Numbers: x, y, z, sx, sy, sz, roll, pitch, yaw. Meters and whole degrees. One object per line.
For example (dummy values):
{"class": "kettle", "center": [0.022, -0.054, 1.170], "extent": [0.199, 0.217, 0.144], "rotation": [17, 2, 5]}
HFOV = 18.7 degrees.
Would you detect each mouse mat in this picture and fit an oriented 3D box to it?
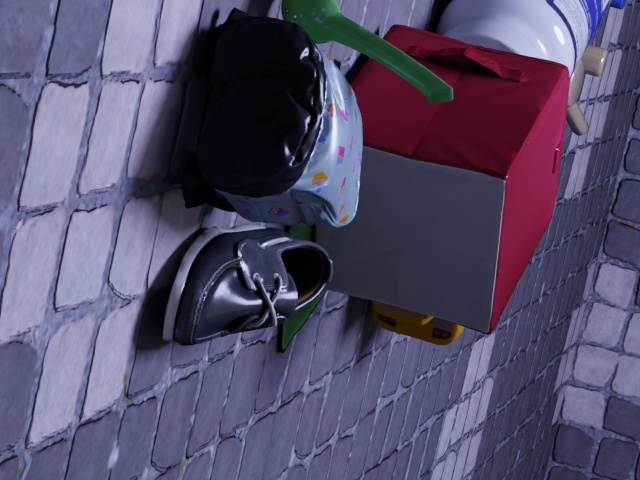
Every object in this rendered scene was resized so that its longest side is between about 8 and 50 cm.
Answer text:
{"class": "mouse mat", "center": [0.000, 0.000, 1.828], "extent": [0.189, 0.007, 0.152], "rotation": [-53, 153, -51]}

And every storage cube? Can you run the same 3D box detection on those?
{"class": "storage cube", "center": [0.112, -0.056, 1.808], "extent": [0.193, 0.184, 0.215], "rotation": [-56, 156, -47]}

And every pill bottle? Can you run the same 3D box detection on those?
{"class": "pill bottle", "center": [0.210, -0.228, 2.077], "extent": [0.264, 0.153, 0.153], "rotation": [-56, 156, -49]}

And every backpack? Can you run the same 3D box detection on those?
{"class": "backpack", "center": [-0.030, -0.072, 1.452], "extent": [0.182, 0.115, 0.152], "rotation": [61, 43, -72]}

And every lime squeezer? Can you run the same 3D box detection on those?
{"class": "lime squeezer", "center": [0.017, -0.216, 1.527], "extent": [0.059, 0.110, 0.310], "rotation": [61, 13, -46]}

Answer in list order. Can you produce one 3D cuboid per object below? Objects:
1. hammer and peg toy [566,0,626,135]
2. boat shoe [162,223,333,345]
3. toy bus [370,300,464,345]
{"class": "hammer and peg toy", "center": [0.297, -0.302, 2.364], "extent": [0.266, 0.127, 0.361], "rotation": [74, 35, -66]}
{"class": "boat shoe", "center": [-0.057, 0.035, 1.529], "extent": [0.233, 0.079, 0.084], "rotation": [-26, 131, -68]}
{"class": "toy bus", "center": [0.136, 0.008, 2.128], "extent": [0.332, 0.108, 0.130], "rotation": [-50, 153, -58]}
